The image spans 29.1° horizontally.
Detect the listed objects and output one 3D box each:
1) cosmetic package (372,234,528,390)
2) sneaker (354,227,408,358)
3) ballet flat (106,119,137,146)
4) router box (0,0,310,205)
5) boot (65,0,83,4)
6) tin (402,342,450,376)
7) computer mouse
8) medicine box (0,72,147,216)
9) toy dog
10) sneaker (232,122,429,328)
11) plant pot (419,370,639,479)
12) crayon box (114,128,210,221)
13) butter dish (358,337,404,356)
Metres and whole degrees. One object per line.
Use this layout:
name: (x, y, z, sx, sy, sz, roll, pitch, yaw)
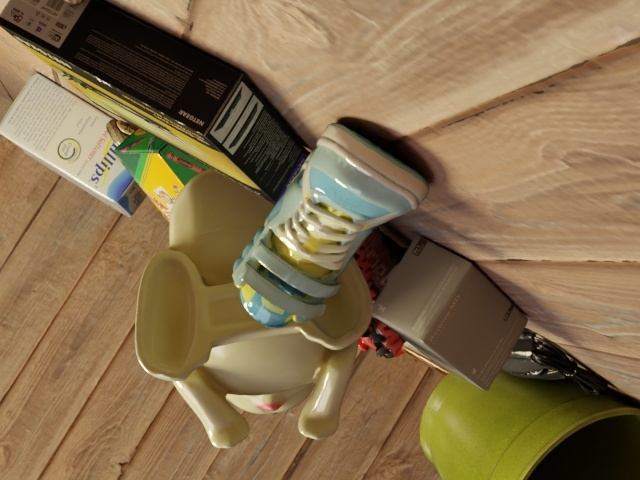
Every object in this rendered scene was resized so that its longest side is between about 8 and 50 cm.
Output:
cosmetic package: (0.177, 0.101, 1.661, 0.107, 0.127, 0.238, 29, 176, 32)
sneaker: (0.092, 0.038, 1.730, 0.097, 0.135, 0.276, 49, 166, 50)
ballet flat: (-0.304, -0.160, 2.391, 0.250, 0.058, 0.084, 39, -152, -16)
router box: (-0.185, -0.172, 1.417, 0.309, 0.081, 0.243, 29, 174, 24)
boot: (-0.285, -0.277, 1.261, 0.106, 0.037, 0.114, 19, 180, -11)
tin: (0.220, 0.180, 2.258, 0.190, 0.106, 0.040, 27, 166, 31)
computer mouse: (0.313, 0.180, 1.961, 0.184, 0.060, 0.262, 34, 174, -34)
medicine box: (-0.493, -0.194, 2.586, 0.289, 0.149, 0.263, 31, 175, 1)
toy dog: (-0.100, 0.095, 1.678, 0.408, 0.285, 0.395, 81, 169, -63)
sneaker: (0.000, 0.000, 1.277, 0.127, 0.208, 0.319, 33, 174, -2)
plant pot: (0.352, 0.367, 2.069, 0.366, 0.366, 0.353, 35, -179, -35)
crayon box: (-0.181, -0.059, 1.928, 0.278, 0.081, 0.165, 53, 157, -24)
butter dish: (0.122, 0.185, 2.589, 0.160, 0.118, 0.160, 34, -157, -31)
